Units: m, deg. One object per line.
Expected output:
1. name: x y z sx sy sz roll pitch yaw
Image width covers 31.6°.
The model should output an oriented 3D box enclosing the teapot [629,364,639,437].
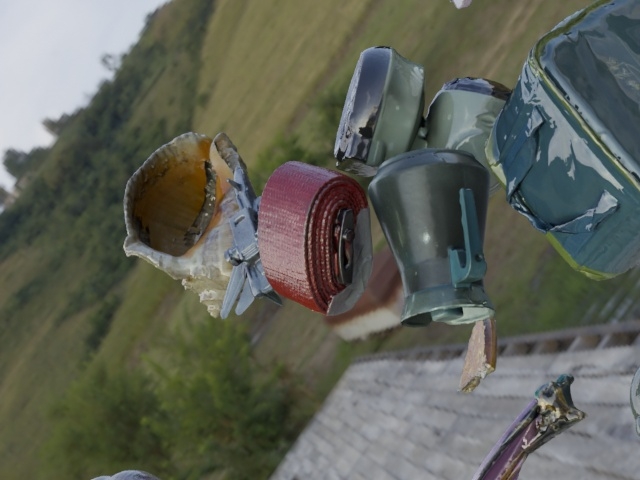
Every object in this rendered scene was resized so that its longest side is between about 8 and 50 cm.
1. teapot: 0.703 0.310 2.217 0.294 0.193 0.129 -34 13 -28

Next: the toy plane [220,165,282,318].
1. toy plane: -0.105 -0.025 1.740 0.212 0.267 0.088 -35 -35 20

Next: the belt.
1. belt: 0.000 0.000 1.515 0.128 0.124 0.200 -21 -63 -38

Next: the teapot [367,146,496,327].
1. teapot: 0.164 -0.004 1.535 0.203 0.171 0.225 134 131 -67

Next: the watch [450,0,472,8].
1. watch: 0.172 -0.536 2.067 0.248 0.218 0.210 -107 12 -62

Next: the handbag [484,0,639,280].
1. handbag: 0.332 -0.116 1.269 0.222 0.263 0.241 -31 -13 -18

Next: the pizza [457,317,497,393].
1. pizza: 0.328 0.252 2.327 0.185 0.052 0.195 -81 6 -49

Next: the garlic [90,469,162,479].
1. garlic: -0.309 0.490 1.784 0.256 0.207 0.207 -62 1 -6

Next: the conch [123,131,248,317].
1. conch: -0.232 -0.021 2.132 0.210 0.297 0.352 120 149 -50

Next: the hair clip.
1. hair clip: 0.339 0.387 1.985 0.358 0.096 0.110 -57 -6 26

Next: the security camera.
1. security camera: 0.174 -0.170 1.694 0.197 0.277 0.191 143 142 -84
